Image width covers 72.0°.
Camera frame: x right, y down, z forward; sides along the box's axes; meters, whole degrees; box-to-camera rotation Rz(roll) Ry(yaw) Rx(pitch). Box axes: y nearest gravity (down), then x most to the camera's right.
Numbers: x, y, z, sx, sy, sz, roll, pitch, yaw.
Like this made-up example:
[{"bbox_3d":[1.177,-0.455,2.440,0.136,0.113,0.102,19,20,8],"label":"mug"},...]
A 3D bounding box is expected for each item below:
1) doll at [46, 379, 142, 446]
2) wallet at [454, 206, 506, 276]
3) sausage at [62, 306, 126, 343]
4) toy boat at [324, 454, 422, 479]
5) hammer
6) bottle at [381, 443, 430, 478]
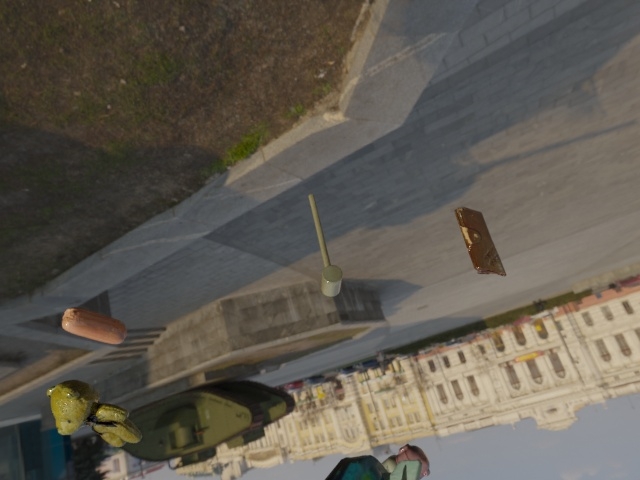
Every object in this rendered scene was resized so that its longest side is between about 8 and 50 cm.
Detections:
[{"bbox_3d":[-0.458,0.363,0.887,0.137,0.097,0.209,-18,121,35],"label":"doll"},{"bbox_3d":[0.375,-0.001,1.037,0.095,0.176,0.026,11,145,-26],"label":"wallet"},{"bbox_3d":[-0.294,0.112,0.576,0.034,0.034,0.083,-26,142,24],"label":"sausage"},{"bbox_3d":[0.031,0.325,0.354,0.092,0.134,0.299,-28,-165,36],"label":"toy boat"},{"bbox_3d":[0.000,0.000,0.439,0.019,0.110,0.035,-11,151,-7],"label":"hammer"},{"bbox_3d":[0.210,0.684,1.263,0.233,0.110,0.110,-45,156,9],"label":"bottle"}]
